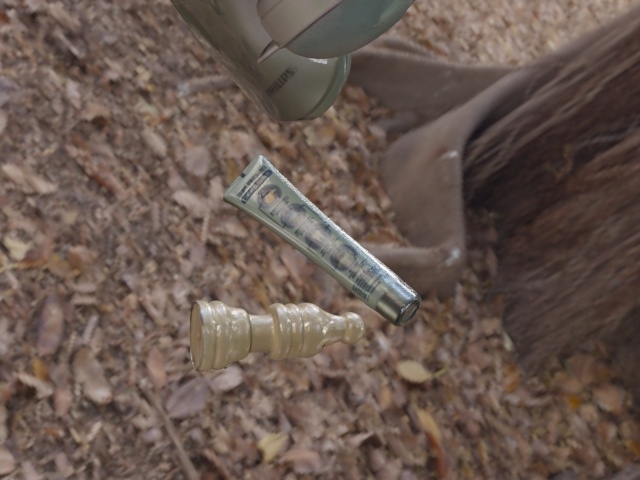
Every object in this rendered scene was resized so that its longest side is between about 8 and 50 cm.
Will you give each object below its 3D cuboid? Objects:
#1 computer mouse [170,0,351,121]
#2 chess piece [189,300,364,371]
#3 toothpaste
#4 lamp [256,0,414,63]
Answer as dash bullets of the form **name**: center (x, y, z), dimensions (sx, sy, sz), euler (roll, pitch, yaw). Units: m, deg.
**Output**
- **computer mouse**: center (-0.096, -0.296, 1.428), dimensions (0.331, 0.197, 0.095), euler (48, 43, 3)
- **chess piece**: center (-0.070, 0.158, 1.931), dimensions (0.307, 0.139, 0.124), euler (-3, 23, -17)
- **toothpaste**: center (0.000, 0.000, 1.091), dimensions (0.239, 0.062, 0.039), euler (39, -1, 23)
- **lamp**: center (0.041, -0.248, 1.025), dimensions (0.108, 0.246, 0.179), euler (46, 53, -6)
